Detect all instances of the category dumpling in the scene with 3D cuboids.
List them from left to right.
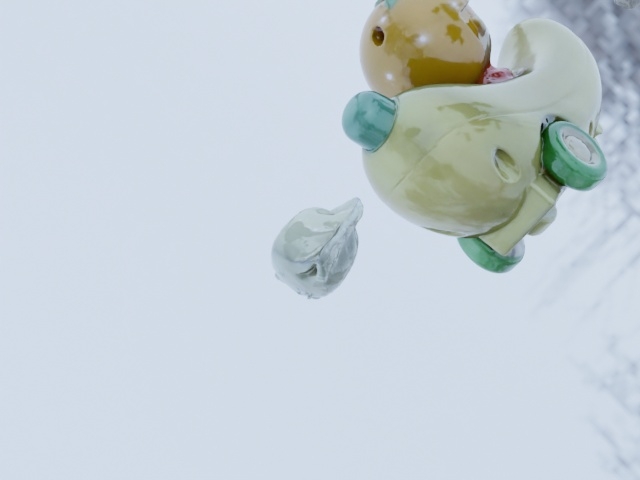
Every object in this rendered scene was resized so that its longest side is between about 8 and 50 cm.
[{"bbox_3d":[0.001,0.000,0.975,0.043,0.059,0.077,29,161,10],"label":"dumpling"}]

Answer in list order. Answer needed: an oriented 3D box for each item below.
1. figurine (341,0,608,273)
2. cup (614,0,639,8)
[{"bbox_3d":[0.119,-0.111,1.456,0.222,0.124,0.324,39,-147,-1],"label":"figurine"},{"bbox_3d":[0.223,-0.208,1.284,0.074,0.102,0.099,-5,-165,-38],"label":"cup"}]
